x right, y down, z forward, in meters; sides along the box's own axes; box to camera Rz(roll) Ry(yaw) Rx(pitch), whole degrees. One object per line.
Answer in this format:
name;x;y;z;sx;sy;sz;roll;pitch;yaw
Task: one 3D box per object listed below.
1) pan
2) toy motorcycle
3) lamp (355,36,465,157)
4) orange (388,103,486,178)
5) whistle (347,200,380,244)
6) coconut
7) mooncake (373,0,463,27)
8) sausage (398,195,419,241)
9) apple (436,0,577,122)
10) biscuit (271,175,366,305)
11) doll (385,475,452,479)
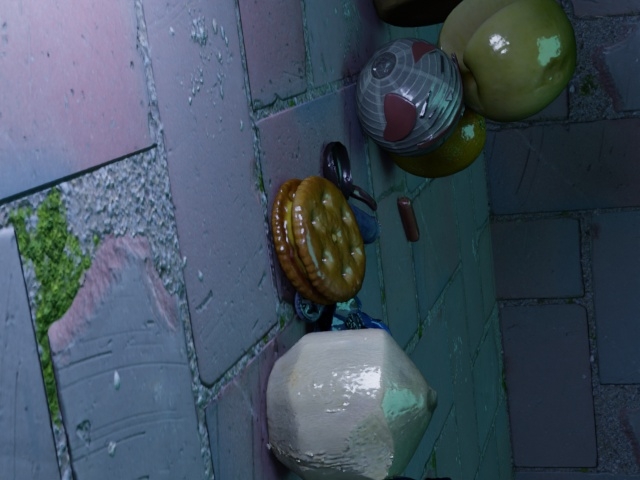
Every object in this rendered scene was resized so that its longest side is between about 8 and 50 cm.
pan;0.053;-0.109;2.050;0.212;0.040;0.114;45;41;-53
toy motorcycle;0.044;0.132;1.871;0.254;0.092;0.135;47;51;-36
lamp;0.178;-0.293;2.197;0.233;0.233;0.265;56;42;-59
orange;0.257;-0.247;2.435;0.236;0.236;0.236;-3;90;-73
whistle;0.049;-0.042;2.006;0.304;0.062;0.062;24;64;-71
coconut;0.055;0.262;1.652;0.245;0.248;0.244;-3;90;-74
mooncake;0.245;-0.581;2.361;0.284;0.285;0.155;3;77;-73
sausage;0.214;-0.050;2.588;0.147;0.030;0.035;69;24;-45
apple;0.395;-0.398;2.266;0.292;0.254;0.292;53;-16;21
biscuit;0.000;0.000;1.756;0.220;0.066;0.220;37;45;-49
doll;0.147;0.539;1.918;0.240;0.284;0.310;47;0;32
